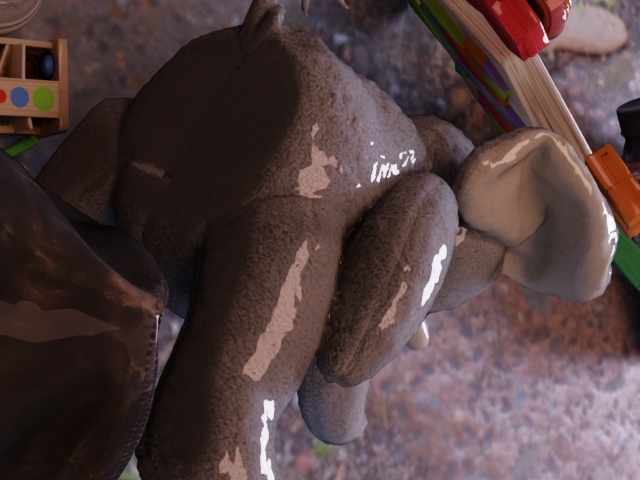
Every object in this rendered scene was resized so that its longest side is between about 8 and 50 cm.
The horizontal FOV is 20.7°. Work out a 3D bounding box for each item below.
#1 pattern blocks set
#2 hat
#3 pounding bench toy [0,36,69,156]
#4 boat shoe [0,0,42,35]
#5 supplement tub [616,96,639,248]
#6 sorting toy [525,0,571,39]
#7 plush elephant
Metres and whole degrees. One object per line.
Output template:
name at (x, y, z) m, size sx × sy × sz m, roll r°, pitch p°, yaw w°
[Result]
pattern blocks set at (0.110, -0.097, 1.060) m, size 0.026 × 0.285 × 0.325 m, roll -37°, pitch 125°, yaw 1°
hat at (-0.139, 0.045, 0.711) m, size 0.134 × 0.331 × 0.331 m, roll 15°, pitch 76°, yaw -16°
pounding bench toy at (-0.173, -0.068, 0.963) m, size 0.065 × 0.052 × 0.083 m, roll 1°, pitch 85°, yaw -37°
boat shoe at (-0.230, -0.185, 0.912) m, size 0.227 × 0.081 × 0.079 m, roll 36°, pitch 66°, yaw -29°
supplement tub at (0.272, -0.011, 1.260) m, size 0.106 × 0.106 × 0.198 m, roll -22°, pitch 99°, yaw -36°
sorting toy at (0.149, -0.189, 1.212) m, size 0.042 × 0.061 × 0.102 m, roll -35°, pitch 129°, yaw -34°
plush elephant at (0.000, 0.000, 0.957) m, size 0.255 × 0.272 × 0.330 m, roll 35°, pitch 80°, yaw -47°
